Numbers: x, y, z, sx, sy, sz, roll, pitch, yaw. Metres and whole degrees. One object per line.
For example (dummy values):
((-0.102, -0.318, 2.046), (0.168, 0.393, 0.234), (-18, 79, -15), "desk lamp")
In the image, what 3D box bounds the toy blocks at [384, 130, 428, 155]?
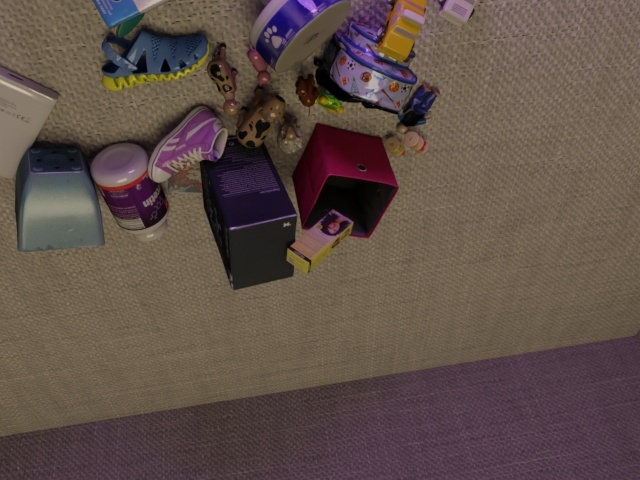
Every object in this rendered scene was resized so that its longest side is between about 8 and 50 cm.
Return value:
((0.303, -0.320, 2.060), (0.123, 0.054, 0.148), (-13, 166, 26), "toy blocks")

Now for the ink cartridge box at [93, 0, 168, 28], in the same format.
((-0.356, -0.695, 1.329), (0.395, 0.166, 0.285), (-21, 115, 10), "ink cartridge box")

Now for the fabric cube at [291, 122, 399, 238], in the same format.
((0.075, -0.196, 1.999), (0.254, 0.258, 0.259), (8, 135, -21), "fabric cube")

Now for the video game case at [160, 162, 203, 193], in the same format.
((-0.438, -0.228, 2.014), (0.202, 0.023, 0.183), (0, 138, -14), "video game case")

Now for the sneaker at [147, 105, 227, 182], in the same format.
((-0.397, -0.260, 1.810), (0.282, 0.161, 0.102), (-49, 155, 8), "sneaker")

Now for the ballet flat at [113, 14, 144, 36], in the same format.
((-0.461, -0.629, 1.515), (0.248, 0.086, 0.086), (-40, 132, 23), "ballet flat")

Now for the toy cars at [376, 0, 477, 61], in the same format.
((0.305, -0.619, 1.563), (0.394, 0.087, 0.176), (-34, 109, -15), "toy cars")

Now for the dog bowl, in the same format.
((-0.052, -0.561, 1.546), (0.265, 0.265, 0.104), (-40, 91, 28), "dog bowl")

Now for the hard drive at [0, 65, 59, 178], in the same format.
((-0.948, -0.345, 1.739), (0.233, 0.047, 0.353), (23, 128, -34), "hard drive")

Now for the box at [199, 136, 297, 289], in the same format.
((-0.237, -0.095, 1.911), (0.212, 0.395, 0.293), (-13, 140, -17), "box")

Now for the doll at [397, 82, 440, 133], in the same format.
((0.315, -0.421, 1.962), (0.129, 0.046, 0.189), (16, 132, -27), "doll")

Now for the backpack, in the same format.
((0.151, -0.479, 1.689), (0.277, 0.263, 0.213), (8, 129, -21), "backpack")

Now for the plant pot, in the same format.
((-0.808, -0.145, 1.842), (0.248, 0.247, 0.252), (-5, 129, -26), "plant pot")

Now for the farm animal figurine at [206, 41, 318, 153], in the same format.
((-0.181, -0.390, 1.754), (0.331, 0.172, 0.326), (12, 141, -11), "farm animal figurine")

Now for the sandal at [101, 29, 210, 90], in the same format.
((-0.459, -0.506, 1.623), (0.318, 0.126, 0.138), (-14, 135, 0), "sandal")

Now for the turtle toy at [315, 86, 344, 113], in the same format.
((0.036, -0.435, 1.837), (0.095, 0.130, 0.066), (21, 89, -39), "turtle toy")

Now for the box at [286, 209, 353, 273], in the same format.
((0.000, 0.000, 1.840), (0.232, 0.087, 0.058), (-43, 157, -36), "box")

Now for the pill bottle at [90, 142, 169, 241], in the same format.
((-0.604, -0.146, 1.946), (0.182, 0.181, 0.322), (-11, 140, -1), "pill bottle")

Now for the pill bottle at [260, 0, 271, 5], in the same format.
((-0.094, -0.696, 1.494), (0.117, 0.117, 0.215), (2, 137, -16), "pill bottle")
